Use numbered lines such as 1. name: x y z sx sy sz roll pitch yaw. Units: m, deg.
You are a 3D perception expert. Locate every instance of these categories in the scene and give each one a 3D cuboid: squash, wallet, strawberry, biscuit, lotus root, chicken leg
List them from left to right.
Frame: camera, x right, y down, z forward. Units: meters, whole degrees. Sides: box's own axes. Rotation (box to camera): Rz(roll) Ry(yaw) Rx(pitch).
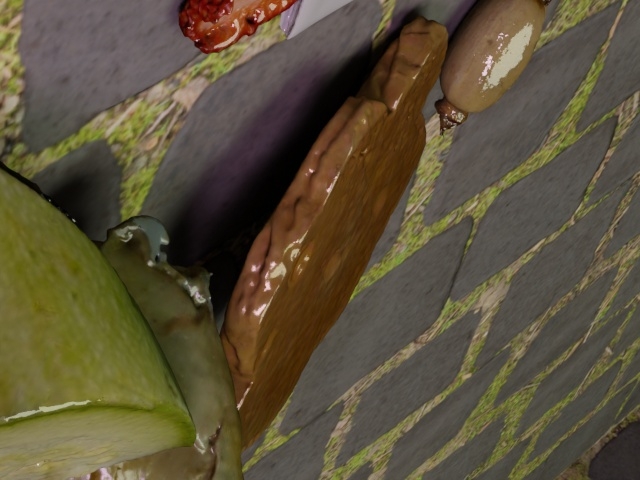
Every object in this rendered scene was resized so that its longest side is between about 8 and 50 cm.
1. squash: -0.196 0.050 0.923 0.237 0.155 0.204 -15 161 -15
2. chicken leg: -0.087 0.199 1.095 0.201 0.429 0.153 -31 -176 -13
3. strawberry: -0.024 -0.173 1.008 0.152 0.048 0.104 -32 167 2
4. biscuit: -0.004 -0.002 1.288 0.376 0.051 0.269 -63 169 8
5. wallet: 0.023 -0.180 1.113 0.122 0.025 0.061 -34 155 -31
6. lotus root: 0.134 -0.150 1.340 0.150 0.062 0.073 -56 -177 21
